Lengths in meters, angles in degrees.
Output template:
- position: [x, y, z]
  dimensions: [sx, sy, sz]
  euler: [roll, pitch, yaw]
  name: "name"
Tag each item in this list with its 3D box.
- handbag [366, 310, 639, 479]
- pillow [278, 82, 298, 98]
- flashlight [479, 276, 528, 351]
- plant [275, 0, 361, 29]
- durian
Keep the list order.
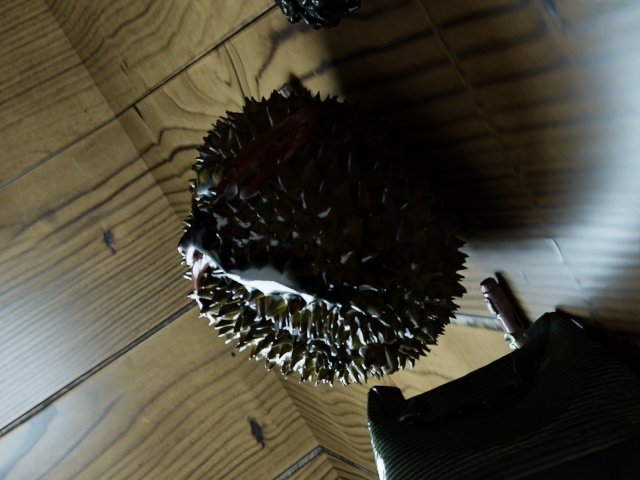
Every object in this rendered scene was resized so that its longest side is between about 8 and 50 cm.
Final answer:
- position: [0.205, 0.239, 1.103]
  dimensions: [0.240, 0.340, 0.247]
  euler: [-119, 8, -56]
  name: "handbag"
- position: [-0.030, -0.129, 1.500]
  dimensions: [0.126, 0.043, 0.232]
  euler: [56, 166, 14]
  name: "pillow"
- position: [0.222, 0.095, 1.240]
  dimensions: [0.110, 0.031, 0.052]
  euler: [58, 163, -7]
  name: "flashlight"
- position: [-0.014, -0.280, 1.104]
  dimensions: [0.143, 0.094, 0.092]
  euler: [45, 149, 44]
  name: "plant"
- position: [-0.006, -0.004, 1.219]
  dimensions: [0.348, 0.347, 0.384]
  euler: [88, 156, -60]
  name: "durian"
